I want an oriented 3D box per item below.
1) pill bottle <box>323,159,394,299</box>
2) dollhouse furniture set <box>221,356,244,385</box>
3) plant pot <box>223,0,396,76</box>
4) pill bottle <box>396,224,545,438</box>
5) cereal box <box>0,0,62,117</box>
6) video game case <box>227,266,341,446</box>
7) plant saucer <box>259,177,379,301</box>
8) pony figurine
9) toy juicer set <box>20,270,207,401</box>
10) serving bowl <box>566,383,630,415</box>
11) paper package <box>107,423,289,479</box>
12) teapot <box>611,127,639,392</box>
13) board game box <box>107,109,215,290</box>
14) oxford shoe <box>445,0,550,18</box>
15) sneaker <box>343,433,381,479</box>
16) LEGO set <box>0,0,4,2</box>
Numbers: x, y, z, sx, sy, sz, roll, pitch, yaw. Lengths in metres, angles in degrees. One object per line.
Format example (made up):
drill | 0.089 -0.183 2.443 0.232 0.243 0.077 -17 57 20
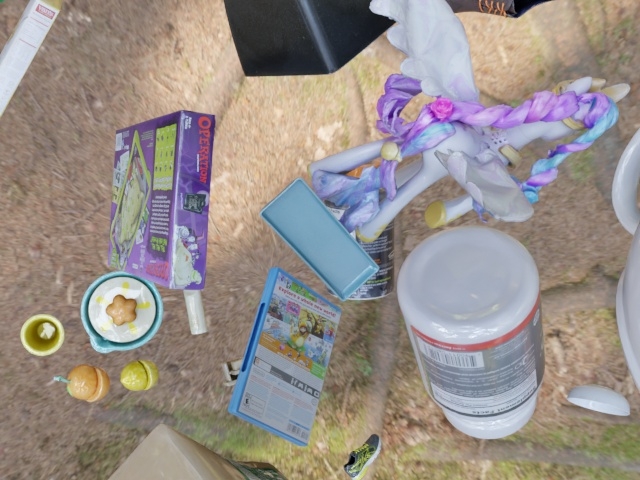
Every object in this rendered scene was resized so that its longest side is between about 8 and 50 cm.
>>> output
pill bottle | 0.072 -0.024 1.510 0.131 0.130 0.245 -2 103 -4
dollhouse furniture set | -0.091 0.264 1.588 0.161 0.182 0.101 -16 88 -19
plant pot | -0.018 -0.325 1.023 0.187 0.188 0.167 -44 122 -26
pill bottle | 0.253 0.162 1.330 0.210 0.363 0.210 -9 50 11
cereal box | -0.528 -0.339 1.453 0.047 0.173 0.240 27 110 -26
video game case | -0.035 0.129 0.911 0.119 0.015 0.166 37 59 -39
plant saucer | 0.000 0.000 1.026 0.067 0.018 0.192 -42 129 0
pony figurine | 0.162 -0.124 1.023 0.363 0.351 0.302 -28 70 39
toy juicer set | -0.314 0.148 1.397 0.329 0.089 0.209 -31 97 -9
serving bowl | 0.384 0.216 1.134 0.083 0.083 0.027 18 77 -2
paper package | -0.076 0.347 0.548 0.309 0.168 0.325 -48 54 -2
teapot | 0.278 0.050 0.518 0.252 0.187 0.256 48 49 -2
board game box | -0.220 -0.053 1.090 0.056 0.347 0.208 8 90 -26
oxford shoe | 0.315 -0.452 1.501 0.271 0.097 0.098 -11 64 25
sneaker | 0.067 0.343 1.321 0.035 0.031 0.083 42 62 -19
LEGO set | -0.466 -0.322 0.768 0.192 0.331 0.255 -27 57 8
